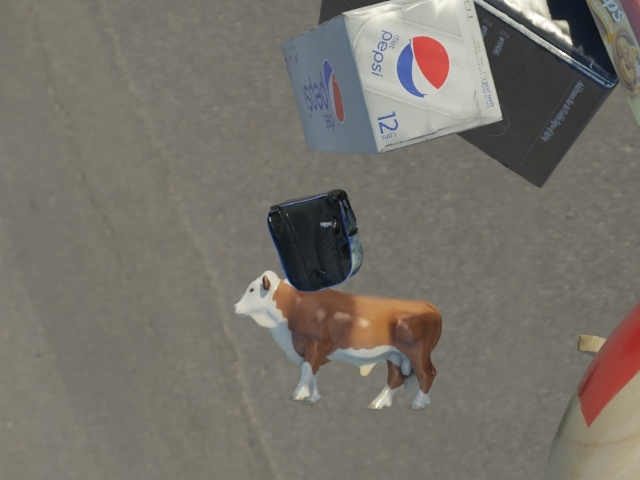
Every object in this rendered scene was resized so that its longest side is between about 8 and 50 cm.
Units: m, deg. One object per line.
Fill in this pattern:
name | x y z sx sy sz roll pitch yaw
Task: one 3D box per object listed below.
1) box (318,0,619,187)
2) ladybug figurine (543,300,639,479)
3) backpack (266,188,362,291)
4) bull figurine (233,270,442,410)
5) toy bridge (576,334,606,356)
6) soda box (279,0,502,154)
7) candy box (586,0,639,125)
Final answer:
box | 0.273 -0.382 2.117 0.471 0.297 0.480 36 166 6
ladybug figurine | 0.315 0.078 0.810 0.449 0.305 0.162 -38 40 12
backpack | 0.000 0.000 1.657 0.105 0.084 0.114 -13 96 19
bull figurine | 0.028 0.145 1.950 0.101 0.310 0.189 132 143 -75
toy bridge | 0.246 0.184 1.215 0.026 0.063 0.188 -6 68 55
soda box | 0.043 -0.121 1.004 0.286 0.091 0.098 -160 55 -80
candy box | 0.434 -0.247 1.376 0.183 0.316 0.087 69 158 10
